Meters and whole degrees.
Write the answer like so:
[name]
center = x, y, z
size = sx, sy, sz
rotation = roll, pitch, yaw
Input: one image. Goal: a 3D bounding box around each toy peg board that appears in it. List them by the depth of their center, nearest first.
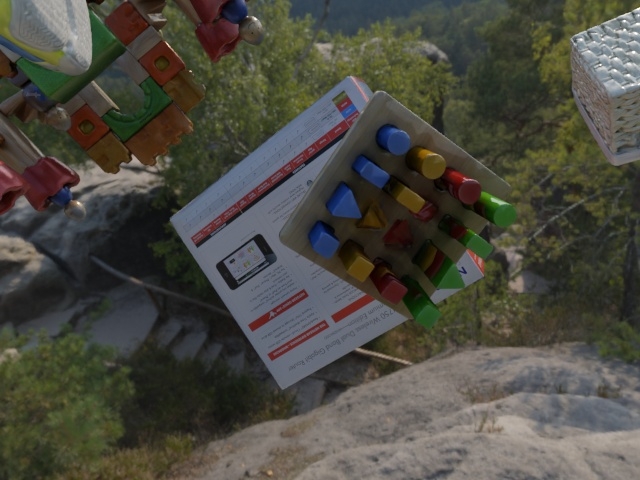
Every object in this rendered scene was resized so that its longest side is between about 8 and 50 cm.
[toy peg board]
center = 0.075, -0.017, 0.449
size = 0.161, 0.160, 0.079
rotation = -55, 17, 10

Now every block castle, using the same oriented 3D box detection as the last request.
[block castle]
center = -0.292, -0.212, 0.713
size = 0.453, 0.213, 0.303
rotation = -42, 13, -2

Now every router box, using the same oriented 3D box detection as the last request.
[router box]
center = 0.000, 0.000, 0.717
size = 0.335, 0.301, 0.082
rotation = -33, 0, 21

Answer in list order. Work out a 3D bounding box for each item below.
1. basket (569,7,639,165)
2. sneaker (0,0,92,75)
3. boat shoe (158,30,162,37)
[basket]
center = 0.382, -0.193, 0.625
size = 0.113, 0.103, 0.167
rotation = -19, 41, 21
[sneaker]
center = -0.241, -0.177, 0.297
size = 0.126, 0.240, 0.091
rotation = -6, 72, 5
[boat shoe]
center = -0.375, -0.375, 0.961
size = 0.153, 0.056, 0.048
rotation = -5, 68, -17
